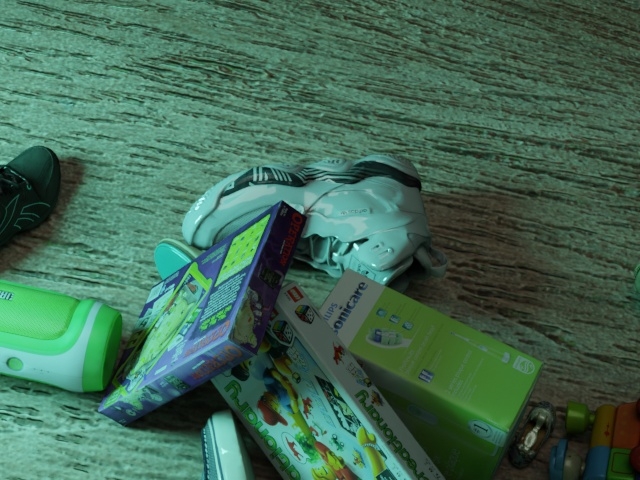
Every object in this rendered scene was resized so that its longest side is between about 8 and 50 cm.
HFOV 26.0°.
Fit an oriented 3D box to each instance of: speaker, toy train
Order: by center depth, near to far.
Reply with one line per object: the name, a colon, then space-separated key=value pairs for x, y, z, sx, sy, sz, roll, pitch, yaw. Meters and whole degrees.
speaker: x=-0.419 y=0.116 z=1.827 sx=0.296 sy=0.131 sz=0.131 roll=12 pitch=53 yaw=2
toy train: x=0.394 y=0.241 z=1.863 sx=0.143 sy=0.105 sz=0.248 roll=6 pitch=45 yaw=15

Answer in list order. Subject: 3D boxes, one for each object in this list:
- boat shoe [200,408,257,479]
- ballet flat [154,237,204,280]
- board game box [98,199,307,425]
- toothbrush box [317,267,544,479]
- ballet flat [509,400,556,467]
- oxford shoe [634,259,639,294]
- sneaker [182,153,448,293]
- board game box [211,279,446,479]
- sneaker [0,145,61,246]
boat shoe: x=-0.148 y=0.362 z=1.685 sx=0.158 sy=0.127 sz=0.340 roll=-16 pitch=45 yaw=1
ballet flat: x=-0.133 y=0.085 z=1.926 sx=0.086 sy=0.086 sz=0.248 roll=-30 pitch=64 yaw=-26
board game box: x=-0.154 y=0.098 z=1.745 sx=0.056 sy=0.347 sz=0.208 roll=37 pitch=54 yaw=-17
toothbrush box: x=0.119 y=0.191 z=1.788 sx=0.283 sy=0.206 sz=0.122 roll=27 pitch=54 yaw=12
ballet flat: x=0.291 y=0.256 z=1.866 sx=0.041 sy=0.041 sz=0.114 roll=27 pitch=54 yaw=13
oxford shoe: x=0.587 y=0.138 z=1.943 sx=0.348 sy=0.123 sz=0.130 roll=29 pitch=61 yaw=16
sneaker: x=0.000 y=0.000 z=1.958 sx=0.366 sy=0.137 sz=0.210 roll=-10 pitch=52 yaw=-19
board game box: x=-0.002 y=0.222 z=1.706 sx=0.053 sy=0.193 sz=0.305 roll=-29 pitch=78 yaw=-45
sneaker: x=-0.455 y=-0.052 z=1.962 sx=0.101 sy=0.106 sz=0.267 roll=24 pitch=53 yaw=12
